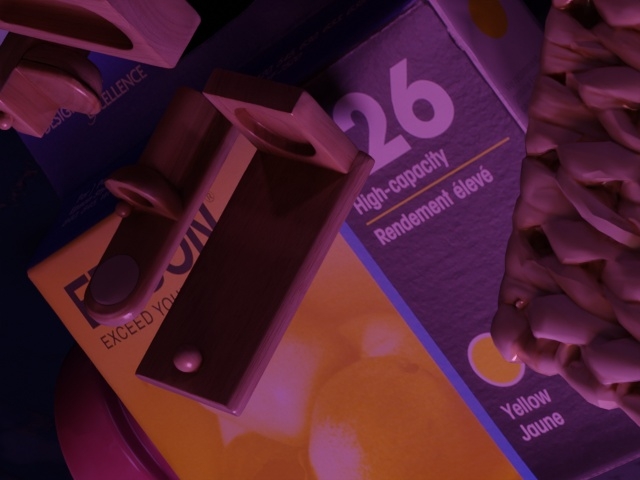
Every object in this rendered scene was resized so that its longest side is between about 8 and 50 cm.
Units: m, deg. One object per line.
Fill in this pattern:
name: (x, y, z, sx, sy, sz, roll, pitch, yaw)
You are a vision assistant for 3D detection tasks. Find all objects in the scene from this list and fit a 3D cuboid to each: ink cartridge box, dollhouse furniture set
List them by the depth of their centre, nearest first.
dollhouse furniture set: (-0.094, -0.031, 0.805, 0.144, 0.123, 0.151, 16, 162, 37)
ink cartridge box: (0.000, 0.000, 0.925, 0.303, 0.072, 0.307, -32, 99, 42)

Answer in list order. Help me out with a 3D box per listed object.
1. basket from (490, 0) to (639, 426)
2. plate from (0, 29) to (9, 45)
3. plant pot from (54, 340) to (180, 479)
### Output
basket: (0.280, -0.045, 0.610, 0.331, 0.266, 0.328, -2, -160, -37)
plate: (-0.246, -0.092, 0.979, 0.188, 0.024, 0.188, -4, 151, -2)
plant pot: (-0.023, 0.071, 1.129, 0.201, 0.201, 0.180, 20, 130, -29)
